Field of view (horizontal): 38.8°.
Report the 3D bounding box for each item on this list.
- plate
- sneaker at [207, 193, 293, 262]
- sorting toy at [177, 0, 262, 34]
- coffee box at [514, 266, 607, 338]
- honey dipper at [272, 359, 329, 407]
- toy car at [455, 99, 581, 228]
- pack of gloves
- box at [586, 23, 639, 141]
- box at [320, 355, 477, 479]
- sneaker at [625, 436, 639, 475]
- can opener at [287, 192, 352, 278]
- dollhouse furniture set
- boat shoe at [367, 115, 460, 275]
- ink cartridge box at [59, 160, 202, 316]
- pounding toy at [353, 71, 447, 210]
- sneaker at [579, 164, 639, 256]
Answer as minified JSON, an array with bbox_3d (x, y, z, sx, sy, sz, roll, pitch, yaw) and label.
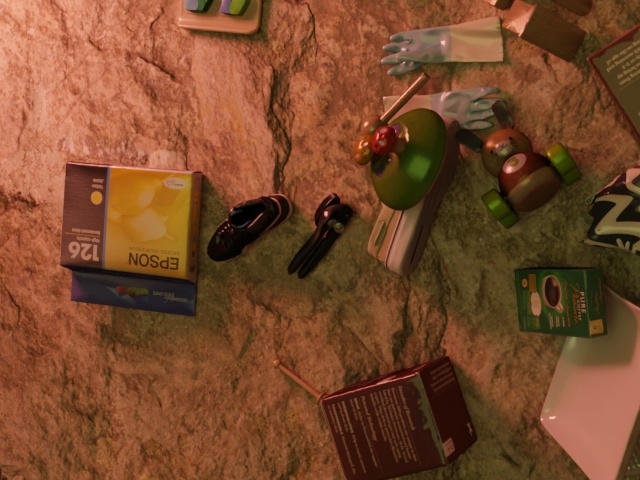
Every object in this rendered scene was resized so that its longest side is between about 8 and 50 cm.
[{"bbox_3d":[0.456,0.223,1.446,0.045,0.278,0.277,14,101,-11],"label":"plate"},{"bbox_3d":[-0.167,-0.026,1.786,0.217,0.121,0.079,-35,78,24],"label":"sneaker"},{"bbox_3d":[-0.201,-0.522,1.812,0.193,0.038,0.208,11,98,25],"label":"sorting toy"},{"bbox_3d":[0.395,0.100,1.505,0.184,0.040,0.113,173,92,-65],"label":"coffee box"},{"bbox_3d":[-0.034,0.287,1.797,0.161,0.030,0.030,33,107,23],"label":"honey dipper"},{"bbox_3d":[0.317,-0.143,1.533,0.155,0.149,0.188,-37,69,12],"label":"toy car"},{"bbox_3d":[0.210,-0.288,1.623,0.232,0.046,0.195,-4,91,27],"label":"pack of gloves"},{"bbox_3d":[0.598,-0.172,1.390,0.191,0.143,0.381,-33,77,24],"label":"box"},{"bbox_3d":[0.141,0.324,1.633,0.203,0.168,0.167,-21,84,26],"label":"box"},{"bbox_3d":[0.555,0.253,1.460,0.126,0.127,0.321,43,135,21],"label":"sneaker"},{"bbox_3d":[0.000,0.000,1.751,0.059,0.073,0.186,23,112,-17],"label":"can opener"},{"bbox_3d":[0.374,-0.409,1.543,0.144,0.123,0.151,-63,34,16],"label":"dollhouse furniture set"},{"bbox_3d":[0.161,-0.085,1.630,0.094,0.109,0.302,27,107,27],"label":"boat shoe"},{"bbox_3d":[-0.403,-0.004,1.914,0.304,0.072,0.307,5,93,16],"label":"ink cartridge box"},{"bbox_3d":[0.115,-0.173,1.560,0.183,0.110,0.237,-47,37,39],"label":"pounding toy"},{"bbox_3d":[0.506,0.008,1.472,0.153,0.094,0.235,-24,83,27],"label":"sneaker"}]
